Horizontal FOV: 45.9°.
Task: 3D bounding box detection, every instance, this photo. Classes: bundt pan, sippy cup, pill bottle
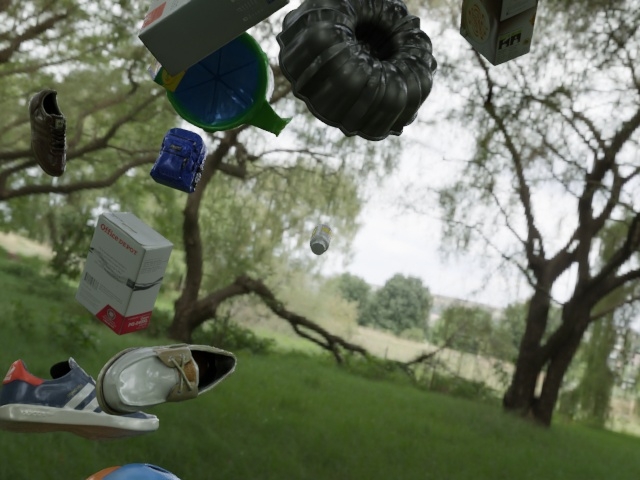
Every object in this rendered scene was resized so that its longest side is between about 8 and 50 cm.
[{"bbox_3d":[0.089,-0.363,1.447,0.331,0.331,0.124,15,-31,-24],"label":"bundt pan"},{"bbox_3d":[-0.208,-0.364,1.721,0.240,0.305,0.224,-14,6,10],"label":"sippy cup"},{"bbox_3d":[0.000,0.000,1.635,0.043,0.043,0.083,12,27,3],"label":"pill bottle"}]

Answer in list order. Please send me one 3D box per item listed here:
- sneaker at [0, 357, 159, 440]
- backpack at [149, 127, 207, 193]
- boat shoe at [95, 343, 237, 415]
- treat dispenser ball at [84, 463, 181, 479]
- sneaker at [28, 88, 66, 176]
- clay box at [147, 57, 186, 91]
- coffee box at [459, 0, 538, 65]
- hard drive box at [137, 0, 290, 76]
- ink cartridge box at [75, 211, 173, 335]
[{"bbox_3d":[-0.485,0.323,1.562,0.131,0.148,0.350,-26,-34,35],"label":"sneaker"},{"bbox_3d":[-0.288,-0.172,1.567,0.098,0.120,0.101,20,-12,1],"label":"backpack"},{"bbox_3d":[-0.263,0.231,1.333,0.103,0.113,0.302,-12,-1,26],"label":"boat shoe"},{"bbox_3d":[-0.363,0.573,1.437,0.288,0.288,0.288,12,-7,2],"label":"treat dispenser ball"},{"bbox_3d":[-0.571,-0.230,1.599,0.071,0.188,0.066,-23,-10,37],"label":"sneaker"},{"bbox_3d":[-0.270,-0.417,1.530,0.053,0.222,0.127,27,11,-26],"label":"clay box"},{"bbox_3d":[0.365,-0.503,1.533,0.098,0.141,0.246,-23,-37,-14],"label":"coffee box"},{"bbox_3d":[-0.168,-0.393,1.235,0.232,0.181,0.089,-28,-56,17],"label":"hard drive box"},{"bbox_3d":[-0.292,0.046,1.126,0.109,0.150,0.063,33,22,27],"label":"ink cartridge box"}]
